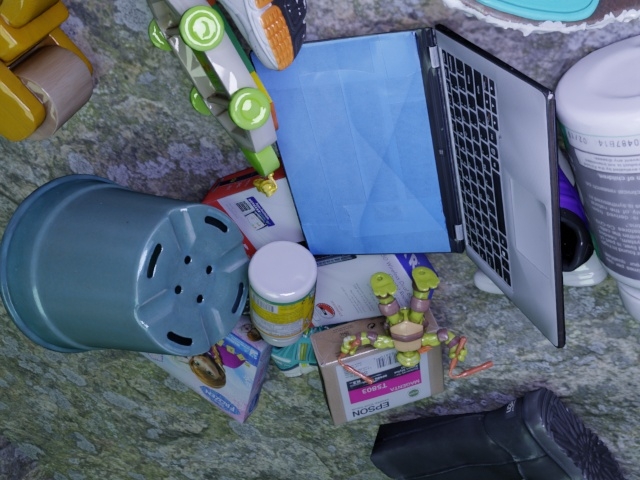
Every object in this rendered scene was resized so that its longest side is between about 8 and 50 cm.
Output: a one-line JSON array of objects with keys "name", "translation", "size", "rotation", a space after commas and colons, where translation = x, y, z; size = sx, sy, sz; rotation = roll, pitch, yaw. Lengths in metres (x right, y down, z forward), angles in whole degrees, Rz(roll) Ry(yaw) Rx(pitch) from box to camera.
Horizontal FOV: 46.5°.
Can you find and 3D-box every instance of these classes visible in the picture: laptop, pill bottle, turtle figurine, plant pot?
[{"name": "laptop", "translation": [0.114, -0.065, 1.017], "size": [0.236, 0.408, 0.382], "rotation": [-23, 126, -9]}, {"name": "pill bottle", "translation": [0.442, -0.064, 0.958], "size": [0.204, 0.204, 0.361], "rotation": [-6, 128, 31]}, {"name": "pill bottle", "translation": [-0.067, 0.103, 1.310], "size": [0.117, 0.118, 0.208], "rotation": [19, 146, 9]}, {"name": "turtle figurine", "translation": [0.160, 0.145, 1.271], "size": [0.269, 0.087, 0.217], "rotation": [1, 128, 10]}, {"name": "plant pot", "translation": [-0.325, 0.053, 1.315], "size": [0.334, 0.341, 0.341], "rotation": [4, 134, 39]}]

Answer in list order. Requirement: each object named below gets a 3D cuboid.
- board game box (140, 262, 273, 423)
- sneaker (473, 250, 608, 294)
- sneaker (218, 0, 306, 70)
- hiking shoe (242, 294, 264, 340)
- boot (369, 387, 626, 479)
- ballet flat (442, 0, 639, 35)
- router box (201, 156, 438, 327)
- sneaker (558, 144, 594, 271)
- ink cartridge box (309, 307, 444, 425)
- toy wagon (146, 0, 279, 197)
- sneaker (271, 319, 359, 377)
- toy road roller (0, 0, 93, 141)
[{"name": "board game box", "translation": [-0.264, 0.229, 1.662], "size": [0.318, 0.066, 0.318], "rotation": [31, 139, 14]}, {"name": "sneaker", "translation": [0.347, 0.027, 1.204], "size": [0.212, 0.080, 0.094], "rotation": [-9, 115, 25]}, {"name": "sneaker", "translation": [-0.110, -0.328, 0.906], "size": [0.121, 0.099, 0.263], "rotation": [-1, 124, 38]}, {"name": "hiking shoe", "translation": [-0.131, 0.090, 1.464], "size": [0.086, 0.114, 0.227], "rotation": [-9, 127, 32]}, {"name": "boot", "translation": [0.373, 0.500, 1.587], "size": [0.445, 0.146, 0.367], "rotation": [-29, 105, 38]}, {"name": "ballet flat", "translation": [0.283, -0.278, 0.783], "size": [0.408, 0.147, 0.147], "rotation": [1, 137, -8]}, {"name": "router box", "translation": [0.000, 0.000, 1.333], "size": [0.301, 0.082, 0.335], "rotation": [-15, 124, 37]}, {"name": "sneaker", "translation": [0.291, -0.073, 1.054], "size": [0.293, 0.146, 0.102], "rotation": [45, 135, -7]}, {"name": "ink cartridge box", "translation": [0.112, 0.236, 1.426], "size": [0.234, 0.088, 0.193], "rotation": [-17, 130, -5]}, {"name": "toy wagon", "translation": [-0.143, -0.221, 1.086], "size": [0.344, 0.068, 0.267], "rotation": [59, 169, -24]}, {"name": "sneaker", "translation": [-0.018, 0.209, 1.541], "size": [0.275, 0.107, 0.110], "rotation": [-27, 106, 42]}, {"name": "toy road roller", "translation": [-0.465, -0.343, 1.150], "size": [0.240, 0.202, 0.329], "rotation": [-25, 116, 29]}]
